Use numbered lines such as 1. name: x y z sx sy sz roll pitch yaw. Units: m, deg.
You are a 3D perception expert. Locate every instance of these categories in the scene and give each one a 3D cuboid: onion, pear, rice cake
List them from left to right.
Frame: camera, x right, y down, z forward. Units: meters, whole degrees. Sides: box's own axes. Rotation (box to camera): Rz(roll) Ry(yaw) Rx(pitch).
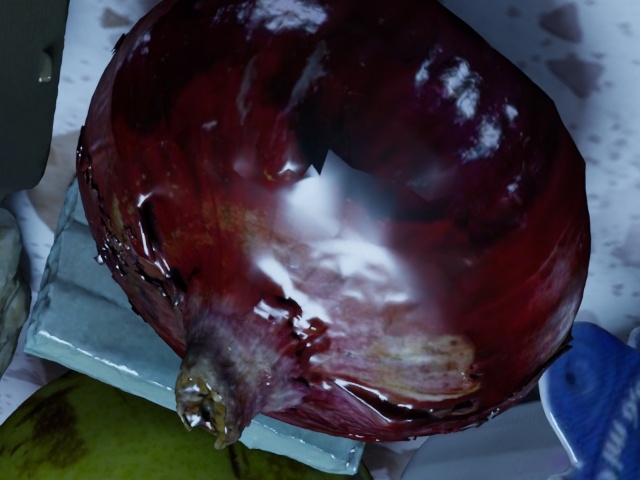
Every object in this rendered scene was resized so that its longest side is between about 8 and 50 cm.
1. pear: -0.091 0.198 0.889 0.283 0.283 0.283 9 143 7
2. rice cake: -0.060 0.051 0.804 0.211 0.124 0.038 21 148 -17
3. onion: 0.000 0.000 0.628 0.252 0.219 0.252 15 140 13

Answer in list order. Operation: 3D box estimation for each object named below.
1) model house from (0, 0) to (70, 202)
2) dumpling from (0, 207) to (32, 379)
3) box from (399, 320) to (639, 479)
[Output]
1. model house: -0.220 -0.113 0.595 0.243 0.211 0.204 -47 70 29
2. dumpling: -0.257 0.103 0.906 0.086 0.166 0.332 9 115 -38
3. box: 0.147 0.175 0.807 0.291 0.262 0.206 43 146 -22
